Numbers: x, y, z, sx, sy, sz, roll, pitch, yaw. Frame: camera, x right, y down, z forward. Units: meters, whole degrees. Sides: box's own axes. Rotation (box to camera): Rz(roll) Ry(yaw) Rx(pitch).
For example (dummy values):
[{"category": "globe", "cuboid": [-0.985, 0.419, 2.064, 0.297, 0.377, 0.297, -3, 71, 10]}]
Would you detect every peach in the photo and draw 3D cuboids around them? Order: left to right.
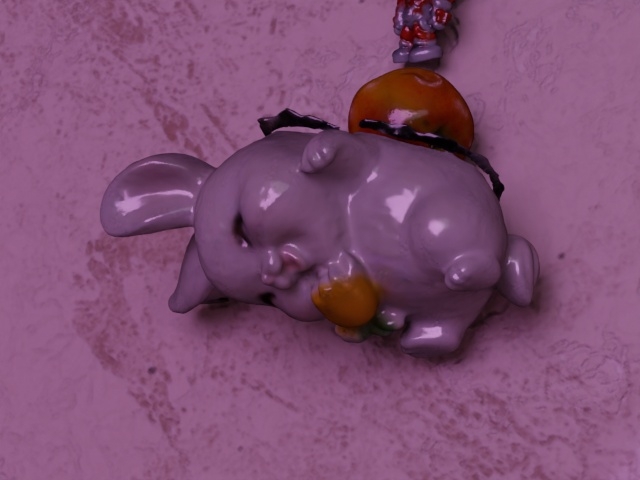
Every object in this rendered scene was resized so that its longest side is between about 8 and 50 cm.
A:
[{"category": "peach", "cuboid": [0.073, -0.096, 1.625, 0.101, 0.101, 0.101, -9, 65, 20]}]

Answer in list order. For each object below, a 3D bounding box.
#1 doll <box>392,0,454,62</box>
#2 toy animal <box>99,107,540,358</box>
[{"category": "doll", "cuboid": [0.101, -0.235, 1.689, 0.094, 0.079, 0.180, -3, 69, 58]}, {"category": "toy animal", "cuboid": [0.001, -0.004, 1.562, 0.325, 0.208, 0.154, -1, 52, 31]}]
